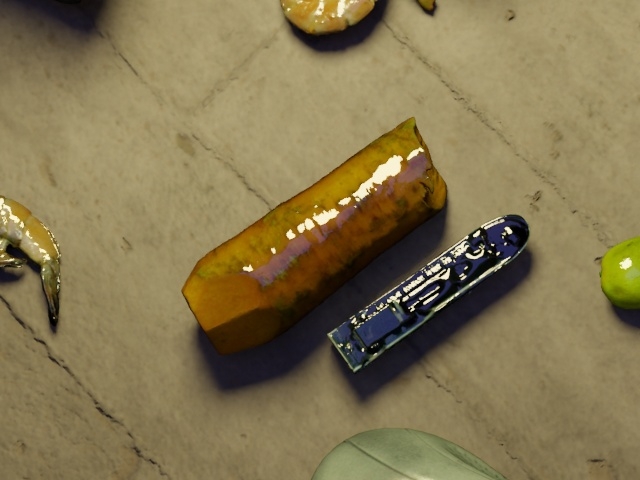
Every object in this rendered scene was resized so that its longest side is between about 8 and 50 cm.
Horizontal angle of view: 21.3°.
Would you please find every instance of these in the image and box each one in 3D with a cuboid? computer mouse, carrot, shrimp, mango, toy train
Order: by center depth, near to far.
[{"bbox_3d":[0.155,0.320,1.681,0.371,0.122,0.188,28,87,4],"label":"computer mouse"},{"bbox_3d":[0.336,0.031,1.729,0.108,0.056,0.073,-7,87,-9],"label":"mango"},{"bbox_3d":[0.000,0.000,1.731,0.302,0.114,0.114,-35,82,-2],"label":"carrot"},{"bbox_3d":[0.116,0.051,1.744,0.234,0.051,0.052,-36,82,-4],"label":"toy train"},{"bbox_3d":[-0.347,0.057,1.782,0.150,0.051,0.217,5,80,-2],"label":"shrimp"},{"bbox_3d":[0.026,-0.317,1.790,0.115,0.051,0.217,15,83,11],"label":"shrimp"}]

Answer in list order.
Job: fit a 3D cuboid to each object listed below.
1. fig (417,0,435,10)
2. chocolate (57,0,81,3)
[{"bbox_3d":[0.119,-0.364,1.741,0.175,0.175,0.207,44,101,8],"label":"fig"},{"bbox_3d":[-0.312,-0.411,1.724,0.303,0.303,0.213,23,70,7],"label":"chocolate"}]
